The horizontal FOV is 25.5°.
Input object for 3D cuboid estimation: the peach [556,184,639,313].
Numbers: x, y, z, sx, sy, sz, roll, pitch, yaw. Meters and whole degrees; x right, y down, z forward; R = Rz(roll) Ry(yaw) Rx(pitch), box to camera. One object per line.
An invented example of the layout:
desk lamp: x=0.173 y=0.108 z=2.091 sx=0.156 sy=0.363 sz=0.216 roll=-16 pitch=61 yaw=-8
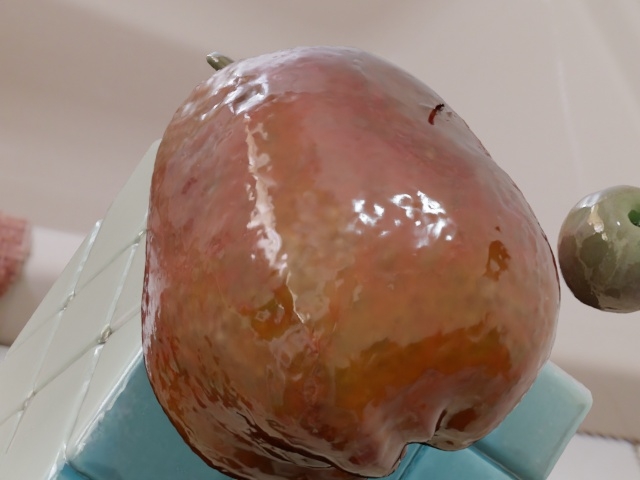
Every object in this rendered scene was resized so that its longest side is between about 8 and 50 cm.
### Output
peach: x=0.189 y=0.007 z=0.897 sx=0.083 sy=0.083 sz=0.083 roll=14 pitch=34 yaw=-10

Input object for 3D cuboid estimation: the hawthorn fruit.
hawthorn fruit: x=0.000 y=0.000 z=0.751 sx=0.224 sy=0.224 sz=0.260 roll=-11 pitch=73 yaw=-38

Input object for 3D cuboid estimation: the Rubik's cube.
Rubik's cube: x=-0.054 y=0.139 z=1.070 sx=0.316 sy=0.321 sz=0.319 roll=37 pitch=-7 yaw=-20
